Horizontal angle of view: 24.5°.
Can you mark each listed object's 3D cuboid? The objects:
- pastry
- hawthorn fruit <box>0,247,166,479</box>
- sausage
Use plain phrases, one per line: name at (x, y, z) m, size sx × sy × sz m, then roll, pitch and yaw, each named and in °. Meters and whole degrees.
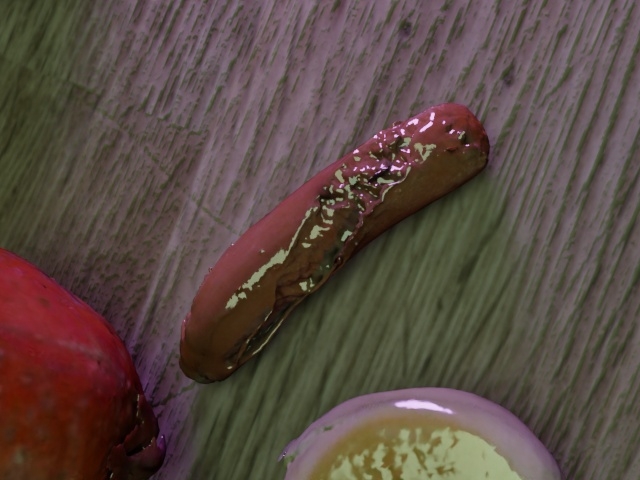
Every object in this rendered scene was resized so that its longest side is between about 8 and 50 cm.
pastry at (0.081, 0.239, 1.153) m, size 0.264 × 0.133 × 0.265 m, roll -1°, pitch 85°, yaw 14°
hawthorn fruit at (-0.245, 0.156, 1.186) m, size 0.307 × 0.276 × 0.276 m, roll 26°, pitch 91°, yaw -4°
sausage at (-0.001, -0.002, 1.225) m, size 0.326 × 0.079 × 0.087 m, roll -39°, pitch 103°, yaw 7°
